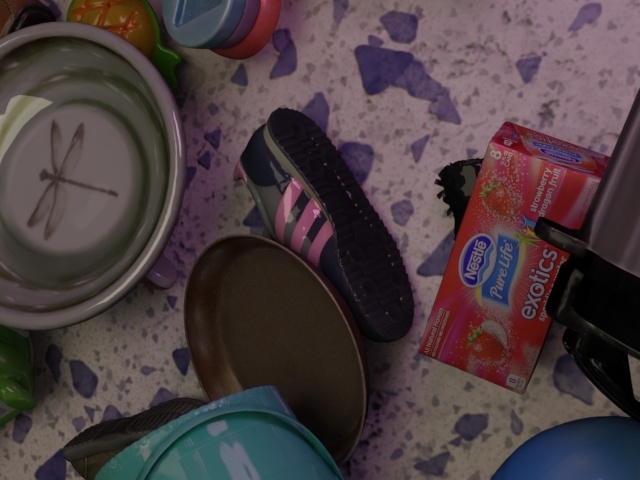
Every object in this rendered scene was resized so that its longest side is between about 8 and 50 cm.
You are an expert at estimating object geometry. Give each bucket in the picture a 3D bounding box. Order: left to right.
[{"bbox_3d":[-0.112,0.301,1.443,0.281,0.281,0.183,-36,73,22],"label":"bucket"}]

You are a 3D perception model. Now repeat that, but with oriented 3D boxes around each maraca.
[{"bbox_3d":[-0.264,-0.263,1.695,0.127,0.099,0.186,-39,87,20],"label":"maraca"}]

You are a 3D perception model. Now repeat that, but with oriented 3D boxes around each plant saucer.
[{"bbox_3d":[-0.337,-0.080,1.654,0.400,0.100,0.401,-3,82,22],"label":"plant saucer"},{"bbox_3d":[-0.048,0.135,1.533,0.310,0.050,0.311,19,118,39],"label":"plant saucer"}]

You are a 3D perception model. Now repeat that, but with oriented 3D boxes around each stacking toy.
[{"bbox_3d":[-0.133,-0.400,1.561,0.279,0.130,0.309,45,116,37],"label":"stacking toy"}]

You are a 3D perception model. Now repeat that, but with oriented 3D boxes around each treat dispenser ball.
[{"bbox_3d":[0.290,0.320,1.262,0.288,0.288,0.288,-1,87,28],"label":"treat dispenser ball"}]

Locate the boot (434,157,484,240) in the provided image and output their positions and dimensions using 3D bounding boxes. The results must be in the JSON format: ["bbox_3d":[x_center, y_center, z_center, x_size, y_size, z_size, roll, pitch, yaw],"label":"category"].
[{"bbox_3d":[0.196,-0.049,1.469,0.121,0.045,0.099,-15,77,27],"label":"boot"}]

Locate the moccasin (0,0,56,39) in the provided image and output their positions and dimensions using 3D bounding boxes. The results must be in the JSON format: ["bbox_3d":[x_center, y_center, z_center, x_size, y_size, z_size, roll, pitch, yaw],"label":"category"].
[{"bbox_3d":[-0.514,-0.186,1.799,0.147,0.139,0.380,26,100,27],"label":"moccasin"}]

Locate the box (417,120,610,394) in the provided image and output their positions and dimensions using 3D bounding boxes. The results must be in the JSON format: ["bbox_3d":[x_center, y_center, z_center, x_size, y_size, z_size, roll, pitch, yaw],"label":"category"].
[{"bbox_3d":[0.210,0.017,1.371,0.128,0.122,0.257,21,111,11],"label":"box"}]

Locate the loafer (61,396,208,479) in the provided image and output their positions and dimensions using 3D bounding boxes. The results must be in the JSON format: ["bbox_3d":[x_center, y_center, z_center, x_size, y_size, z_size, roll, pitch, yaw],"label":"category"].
[{"bbox_3d":[-0.226,0.273,1.664,0.251,0.094,0.087,-17,104,36],"label":"loafer"}]

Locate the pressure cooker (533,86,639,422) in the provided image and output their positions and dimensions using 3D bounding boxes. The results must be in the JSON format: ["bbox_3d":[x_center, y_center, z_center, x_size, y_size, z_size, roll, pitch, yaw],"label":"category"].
[{"bbox_3d":[0.434,0.007,1.164,0.370,0.375,0.420,32,103,46],"label":"pressure cooker"}]

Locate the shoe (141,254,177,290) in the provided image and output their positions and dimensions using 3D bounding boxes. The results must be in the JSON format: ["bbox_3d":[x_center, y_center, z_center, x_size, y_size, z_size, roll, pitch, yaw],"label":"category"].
[{"bbox_3d":[-0.268,0.036,1.704,0.178,0.063,0.081,36,106,30],"label":"shoe"}]

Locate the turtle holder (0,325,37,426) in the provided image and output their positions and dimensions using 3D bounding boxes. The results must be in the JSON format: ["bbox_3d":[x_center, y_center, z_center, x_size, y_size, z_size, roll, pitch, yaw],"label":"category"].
[{"bbox_3d":[-0.548,0.142,1.712,0.243,0.320,0.227,-56,37,43],"label":"turtle holder"}]

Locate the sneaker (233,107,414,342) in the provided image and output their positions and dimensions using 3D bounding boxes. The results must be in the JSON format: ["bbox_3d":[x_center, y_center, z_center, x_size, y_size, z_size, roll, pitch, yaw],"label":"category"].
[{"bbox_3d":[0.000,0.000,1.551,0.131,0.112,0.319,-42,67,40],"label":"sneaker"}]
